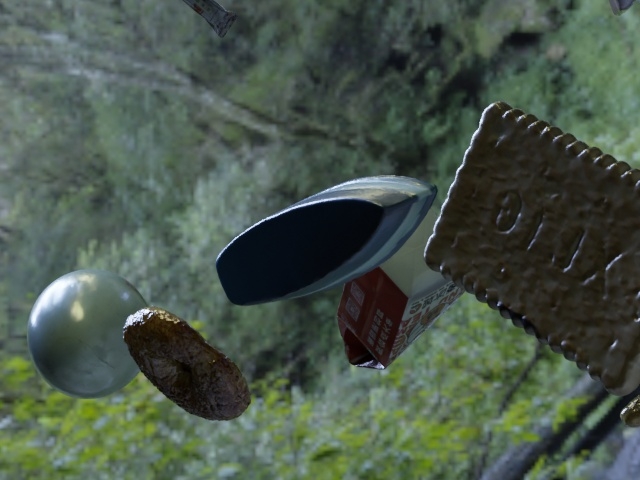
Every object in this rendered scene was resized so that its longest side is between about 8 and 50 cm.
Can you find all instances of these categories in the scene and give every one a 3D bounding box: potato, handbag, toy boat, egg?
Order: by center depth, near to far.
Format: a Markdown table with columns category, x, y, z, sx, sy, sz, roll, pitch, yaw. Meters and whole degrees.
| category | x | y | z | sx | sy | sz | roll | pitch | yaw |
| --- | --- | --- | --- | --- | --- | --- | --- | --- | --- |
| toy boat | 0.000 | 0.000 | 1.197 | 0.299 | 0.061 | 0.096 | -25 | 84 | 47 |
| egg | -0.337 | 0.139 | 1.759 | 0.264 | 0.182 | 0.183 | -118 | 29 | -74 |
| potato | 0.512 | 0.267 | 1.902 | 0.040 | 0.083 | 0.051 | 68 | 161 | -10 |
| handbag | 0.141 | 0.101 | 2.040 | 0.151 | 0.171 | 0.298 | 47 | 149 | 26 |

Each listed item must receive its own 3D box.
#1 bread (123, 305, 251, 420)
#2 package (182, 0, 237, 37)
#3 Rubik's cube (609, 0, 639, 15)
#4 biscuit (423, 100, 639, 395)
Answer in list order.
| category | x | y | z | sx | sy | sz | roll | pitch | yaw |
| --- | --- | --- | --- | --- | --- | --- | --- | --- | --- |
| bread | -0.170 | 0.158 | 1.504 | 0.064 | 0.193 | 0.193 | -50 | -11 | -24 |
| package | -0.156 | -0.304 | 1.531 | 0.037 | 0.110 | 0.015 | -56 | 27 | -4 |
| Rubik's cube | 0.404 | -0.416 | 1.291 | 0.387 | 0.368 | 0.358 | -54 | -4 | 10 |
| biscuit | 0.253 | -0.001 | 1.274 | 0.325 | 0.044 | 0.217 | 35 | 107 | 45 |
